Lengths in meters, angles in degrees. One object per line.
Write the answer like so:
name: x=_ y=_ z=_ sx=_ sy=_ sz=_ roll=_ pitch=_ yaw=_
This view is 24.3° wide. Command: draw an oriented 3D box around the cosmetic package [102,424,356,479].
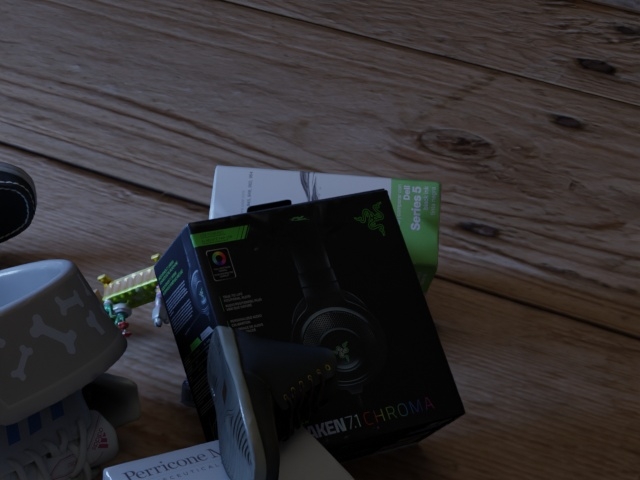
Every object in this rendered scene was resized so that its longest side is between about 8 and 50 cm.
cosmetic package: x=-0.020 y=0.331 z=1.272 sx=0.217 sy=0.156 sz=0.385 roll=-12 pitch=33 yaw=-31

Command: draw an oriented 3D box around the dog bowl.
dog bowl: x=-0.376 y=0.119 z=1.494 sx=0.349 sy=0.102 sz=0.349 roll=-18 pitch=10 yaw=3

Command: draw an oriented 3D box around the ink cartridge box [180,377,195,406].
ink cartridge box: x=-0.112 y=0.153 z=1.711 sx=0.063 sy=0.029 sz=0.115 roll=12 pitch=30 yaw=12

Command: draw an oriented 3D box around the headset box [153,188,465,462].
headset box: x=-0.017 y=0.094 z=1.583 sx=0.246 sy=0.131 sz=0.283 roll=-10 pitch=72 yaw=-27

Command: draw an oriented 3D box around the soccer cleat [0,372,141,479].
soccer cleat: x=-0.288 y=0.214 z=1.469 sx=0.143 sy=0.116 sz=0.331 roll=4 pitch=26 yaw=18

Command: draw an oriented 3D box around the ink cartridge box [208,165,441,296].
ink cartridge box: x=0.000 y=0.000 z=1.822 sx=0.273 sy=0.198 sz=0.114 roll=5 pitch=72 yaw=-2

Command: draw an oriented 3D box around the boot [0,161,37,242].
boot: x=-0.509 y=0.030 z=1.750 sx=0.378 sy=0.138 sz=0.284 roll=-8 pitch=30 yaw=-15

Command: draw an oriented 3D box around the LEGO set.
LEGO set: x=-0.166 y=0.093 z=1.734 sx=0.287 sy=0.132 sz=0.107 roll=1 pitch=56 yaw=-2

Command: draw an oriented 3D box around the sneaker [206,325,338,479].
sneaker: x=-0.033 y=0.150 z=1.371 sx=0.118 sy=0.083 sz=0.222 roll=5 pitch=29 yaw=-14
